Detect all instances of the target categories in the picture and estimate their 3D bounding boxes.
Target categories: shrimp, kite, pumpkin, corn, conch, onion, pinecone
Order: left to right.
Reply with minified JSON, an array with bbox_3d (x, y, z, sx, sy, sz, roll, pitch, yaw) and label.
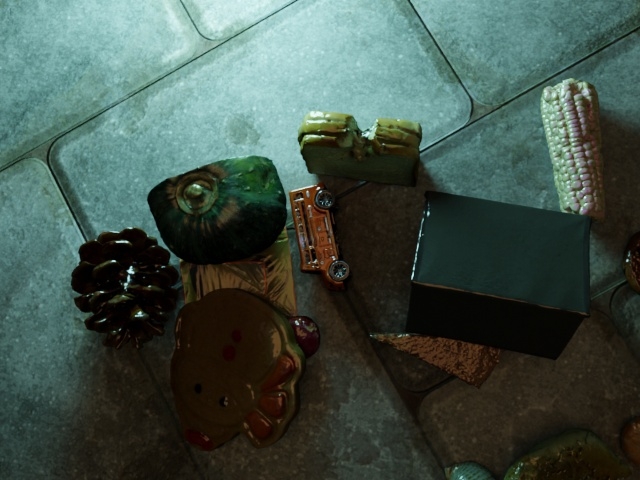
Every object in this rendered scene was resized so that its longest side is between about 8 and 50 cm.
[{"bbox_3d":[-0.439,0.109,1.462,0.244,0.244,0.309,-30,41,1],"label":"pinecone"},{"bbox_3d":[-0.212,-0.043,1.454,0.293,0.263,0.196,-19,80,-3],"label":"pumpkin"},{"bbox_3d":[-0.188,0.096,1.563,0.328,0.013,0.377,34,86,8],"label":"kite"},{"bbox_3d":[-0.052,0.225,1.491,0.107,0.097,0.107,6,109,18],"label":"onion"},{"bbox_3d":[0.338,0.562,1.408,0.135,0.102,0.153,-16,80,-11],"label":"conch"},{"bbox_3d":[0.579,-0.200,1.476,0.127,0.126,0.334,-5,86,5],"label":"corn"},{"bbox_3d":[0.751,0.442,1.412,0.188,0.051,0.132,0,102,11],"label":"shrimp"}]

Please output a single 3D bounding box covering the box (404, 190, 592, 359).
[{"bbox_3d":[0.363,0.072,1.365,0.346,0.204,0.251,11,55,7],"label":"box"}]

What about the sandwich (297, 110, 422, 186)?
[{"bbox_3d":[0.089,-0.204,1.453,0.274,0.249,0.095,8,82,7],"label":"sandwich"}]

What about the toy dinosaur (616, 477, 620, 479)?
[{"bbox_3d":[0.673,0.603,1.356,0.143,0.057,0.211,5,91,-30],"label":"toy dinosaur"}]

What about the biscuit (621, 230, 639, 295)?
[{"bbox_3d":[0.773,0.052,1.455,0.192,0.049,0.191,0,78,1],"label":"biscuit"}]

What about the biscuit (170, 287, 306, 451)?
[{"bbox_3d":[-0.203,0.304,1.470,0.359,0.074,0.380,24,94,24],"label":"biscuit"}]

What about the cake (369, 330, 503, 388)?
[{"bbox_3d":[0.252,0.250,1.445,0.296,0.116,0.112,11,83,7],"label":"cake"}]

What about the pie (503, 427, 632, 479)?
[{"bbox_3d":[0.502,0.576,1.364,0.297,0.078,0.370,12,87,-13],"label":"pie"}]

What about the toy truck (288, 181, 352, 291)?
[{"bbox_3d":[0.000,0.000,1.508,0.114,0.107,0.252,-11,80,5],"label":"toy truck"}]
